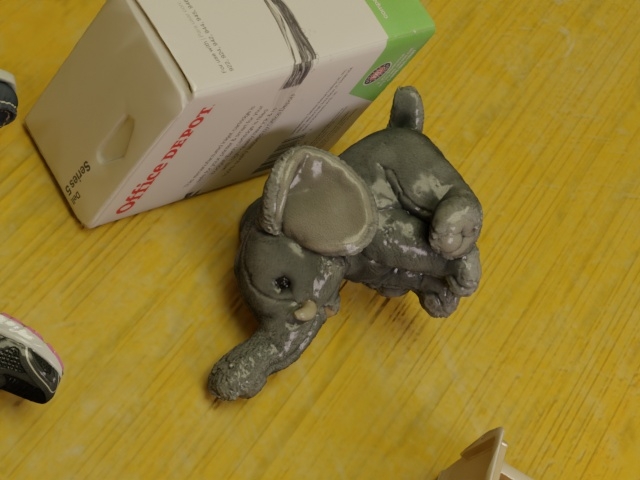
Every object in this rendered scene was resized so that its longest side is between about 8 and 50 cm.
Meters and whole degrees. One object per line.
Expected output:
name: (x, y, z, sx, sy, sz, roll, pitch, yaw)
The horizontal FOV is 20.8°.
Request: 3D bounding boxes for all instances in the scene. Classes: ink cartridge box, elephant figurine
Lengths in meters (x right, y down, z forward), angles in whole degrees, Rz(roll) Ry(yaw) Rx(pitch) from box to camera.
ink cartridge box: (-0.073, -0.132, 1.407, 0.273, 0.198, 0.114, -20, 72, -42)
elephant figurine: (0.000, 0.000, 1.411, 0.239, 0.169, 0.186, -9, 35, -22)

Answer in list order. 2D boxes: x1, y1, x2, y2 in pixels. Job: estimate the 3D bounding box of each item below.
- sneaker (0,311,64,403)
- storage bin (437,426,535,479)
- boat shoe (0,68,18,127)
sneaker: (-0.273, 0.082, 1.222, 0.178, 0.072, 0.077, 23, 61, -9)
storage bin: (0.192, 0.314, 1.331, 0.262, 0.123, 0.260, 31, 47, -12)
boat shoe: (-0.328, -0.070, 1.259, 0.255, 0.095, 0.079, -12, 66, -38)
